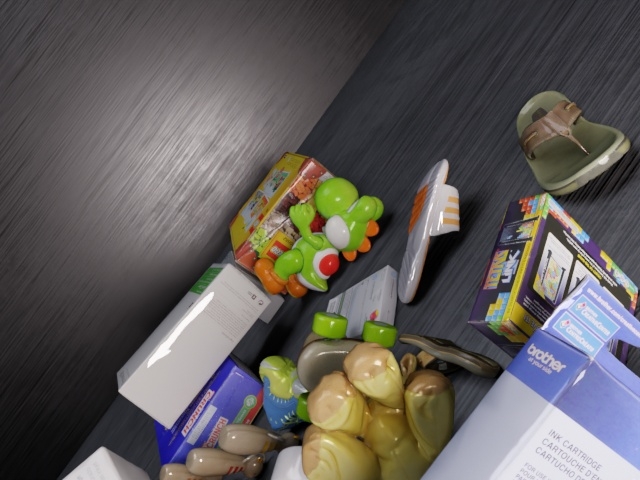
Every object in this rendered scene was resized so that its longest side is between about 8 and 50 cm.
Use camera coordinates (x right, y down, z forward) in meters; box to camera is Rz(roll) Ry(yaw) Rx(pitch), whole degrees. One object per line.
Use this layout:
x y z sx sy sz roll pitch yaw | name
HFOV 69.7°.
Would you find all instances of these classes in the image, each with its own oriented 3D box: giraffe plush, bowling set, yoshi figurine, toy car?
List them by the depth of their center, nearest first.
0.085 0.214 0.564 0.181 0.210 0.170 -47 1 6 | giraffe plush
0.030 0.189 0.752 0.188 0.148 0.155 -153 75 -82 | toy car
-0.165 0.462 0.807 0.287 0.154 0.200 -39 42 34 | bowling set
-0.006 -0.020 1.168 0.362 0.203 0.204 -41 15 25 | yoshi figurine

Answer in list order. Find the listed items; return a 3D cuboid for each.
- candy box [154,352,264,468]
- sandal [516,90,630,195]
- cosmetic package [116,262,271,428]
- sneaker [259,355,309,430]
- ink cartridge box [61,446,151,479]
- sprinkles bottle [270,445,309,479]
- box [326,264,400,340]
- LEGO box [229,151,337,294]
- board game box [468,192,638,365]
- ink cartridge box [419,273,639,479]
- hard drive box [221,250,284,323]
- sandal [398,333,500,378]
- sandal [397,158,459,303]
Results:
-0.279 0.417 1.144 0.268 0.122 0.317 -55 17 -13 | candy box
0.352 -0.165 0.705 0.120 0.086 0.303 -45 20 26 | sandal
-0.311 0.241 1.132 0.366 0.155 0.197 -51 18 -20 | cosmetic package
-0.034 0.302 0.851 0.240 0.091 0.126 9 96 55 | sneaker
-0.401 0.575 0.681 0.395 0.166 0.285 -40 52 -20 | ink cartridge box
-0.039 0.433 0.524 0.121 0.121 0.356 -37 24 40 | sprinkles bottle
0.072 0.147 0.905 0.186 0.038 0.145 -39 24 41 | box
-0.119 -0.089 1.557 0.373 0.193 0.500 -52 18 3 | LEGO box
0.234 0.062 0.448 0.048 0.170 0.141 -16 41 59 | board game box
0.168 0.201 0.331 0.311 0.185 0.065 -53 15 -1 | ink cartridge box
-0.224 0.138 1.426 0.089 0.181 0.232 -54 17 0 | hard drive box
0.164 0.162 0.627 0.180 0.072 0.049 9 85 65 | sandal
0.204 -0.011 0.831 0.102 0.076 0.266 170 114 -84 | sandal
